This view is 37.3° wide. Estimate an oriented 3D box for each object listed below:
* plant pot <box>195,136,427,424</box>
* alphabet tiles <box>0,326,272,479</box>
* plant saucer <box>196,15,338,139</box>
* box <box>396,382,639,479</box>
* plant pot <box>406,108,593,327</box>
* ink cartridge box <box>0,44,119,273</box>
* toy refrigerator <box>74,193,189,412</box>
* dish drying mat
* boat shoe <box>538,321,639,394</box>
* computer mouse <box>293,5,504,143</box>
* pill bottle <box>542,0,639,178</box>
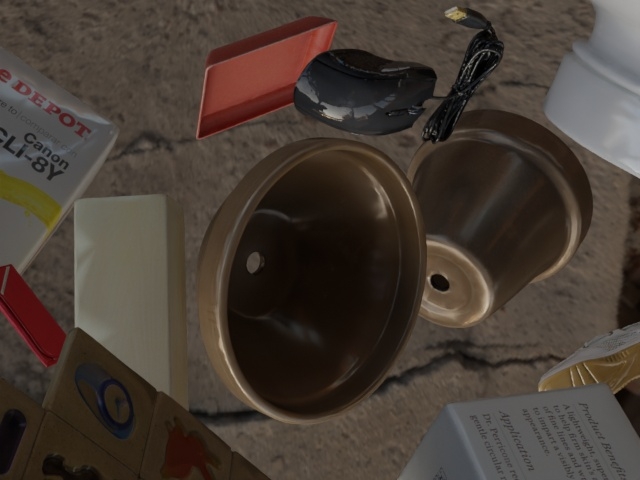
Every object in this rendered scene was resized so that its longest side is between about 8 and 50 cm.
[{"bbox_3d":[-0.024,0.028,0.807,0.237,0.110,0.237,-10,105,-42],"label":"plant pot"},{"bbox_3d":[-0.055,0.199,0.402,0.011,0.285,0.342,-33,119,23],"label":"alphabet tiles"},{"bbox_3d":[-0.112,-0.304,1.729,0.259,0.258,0.047,-25,75,-20],"label":"plant saucer"},{"bbox_3d":[0.123,0.209,0.550,0.119,0.181,0.182,-2,137,-23],"label":"box"},{"bbox_3d":[0.204,-0.011,1.264,0.263,0.229,0.263,20,133,23],"label":"plant pot"},{"bbox_3d":[-0.458,-0.051,1.096,0.279,0.384,0.160,35,145,-11],"label":"ink cartridge box"},{"bbox_3d":[-0.200,0.093,1.013,0.102,0.094,0.269,-4,81,4],"label":"toy refrigerator"},{"bbox_3d":[-0.202,0.051,0.655,0.083,0.032,0.008,48,118,13],"label":"dish drying mat"},{"bbox_3d":[0.531,0.223,1.768,0.277,0.096,0.098,-23,116,5],"label":"boat shoe"},{"bbox_3d":[0.106,-0.190,1.093,0.262,0.060,0.184,6,128,-40],"label":"computer mouse"},{"bbox_3d":[0.209,-0.171,0.351,0.181,0.181,0.323,17,113,-11],"label":"pill bottle"}]
